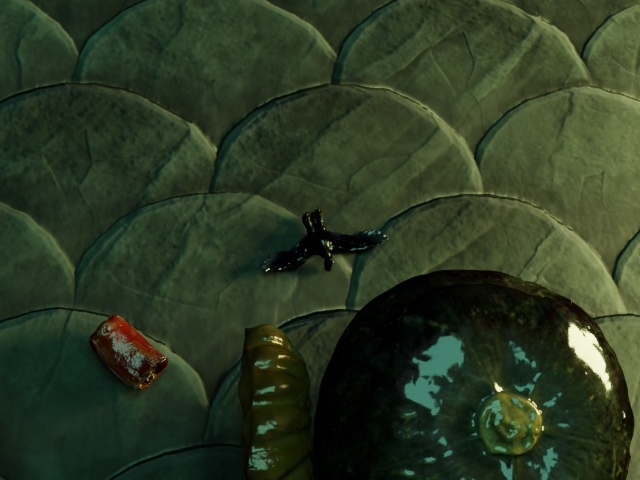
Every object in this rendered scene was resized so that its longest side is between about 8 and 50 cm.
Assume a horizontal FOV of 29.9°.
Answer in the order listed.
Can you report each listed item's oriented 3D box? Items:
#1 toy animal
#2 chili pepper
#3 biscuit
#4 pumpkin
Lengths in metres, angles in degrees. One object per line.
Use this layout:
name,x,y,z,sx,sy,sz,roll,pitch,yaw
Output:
toy animal,0.000,0.000,1.957,0.220,0.062,0.108,-17,82,-15
chili pepper,-0.295,0.167,1.825,0.123,0.073,0.070,42,24,14
biscuit,-0.062,0.277,1.642,0.107,0.326,0.326,0,61,-5
pumpkin,0.209,0.255,1.664,0.454,0.344,0.455,2,77,-11
